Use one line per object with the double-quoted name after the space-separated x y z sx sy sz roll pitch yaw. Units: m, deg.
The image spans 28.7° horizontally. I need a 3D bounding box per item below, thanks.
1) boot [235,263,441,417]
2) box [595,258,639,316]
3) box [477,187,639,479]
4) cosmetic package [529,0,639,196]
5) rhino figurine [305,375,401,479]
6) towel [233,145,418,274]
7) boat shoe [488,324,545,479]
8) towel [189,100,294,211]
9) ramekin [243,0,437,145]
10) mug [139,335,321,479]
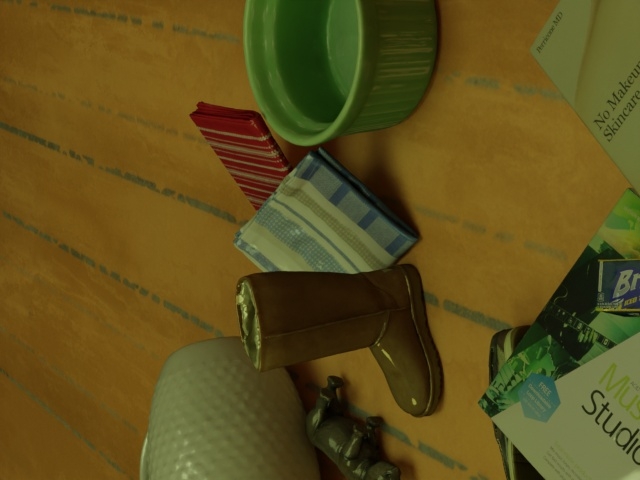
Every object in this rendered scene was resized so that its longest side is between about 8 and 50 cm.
0.024 0.151 1.745 0.089 0.270 0.236 -26 74 57 "boot"
0.370 0.048 1.290 0.169 0.054 0.059 -4 78 46 "box"
0.338 0.135 1.381 0.232 0.058 0.322 48 113 41 "box"
0.371 -0.153 1.314 0.309 0.113 0.160 58 139 31 "cosmetic package"
0.057 0.319 1.908 0.243 0.073 0.106 44 127 42 "rhino figurine"
0.000 0.000 1.876 0.209 0.034 0.285 42 139 -2 "towel"
0.255 0.221 1.594 0.073 0.080 0.223 -11 82 62 "boat shoe"
-0.082 -0.099 1.947 0.199 0.031 0.275 16 146 54 "towel"
0.029 -0.289 1.765 0.303 0.148 0.303 15 108 55 "ramekin"
-0.179 0.355 2.067 0.374 0.276 0.328 -30 61 41 "mug"
